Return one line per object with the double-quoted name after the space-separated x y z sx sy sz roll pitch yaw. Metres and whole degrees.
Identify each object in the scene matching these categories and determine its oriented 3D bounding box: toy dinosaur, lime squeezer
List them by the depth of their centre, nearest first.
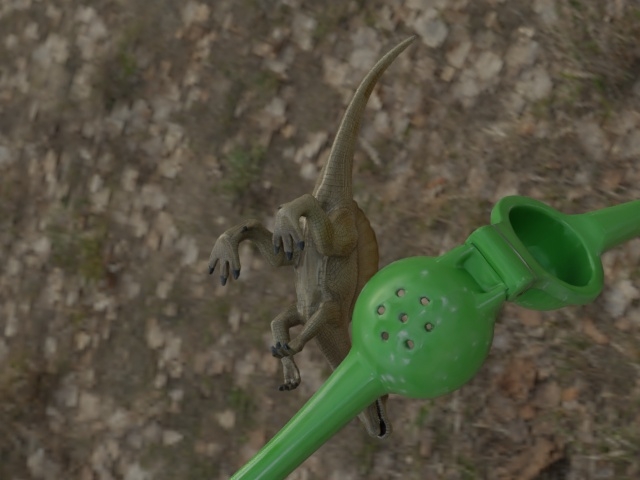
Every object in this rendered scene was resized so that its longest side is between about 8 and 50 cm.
0.071 0.034 0.610 0.310 0.110 0.059 -32 52 -21 "lime squeezer"
0.000 0.000 0.648 0.053 0.092 0.183 6 99 38 "toy dinosaur"
